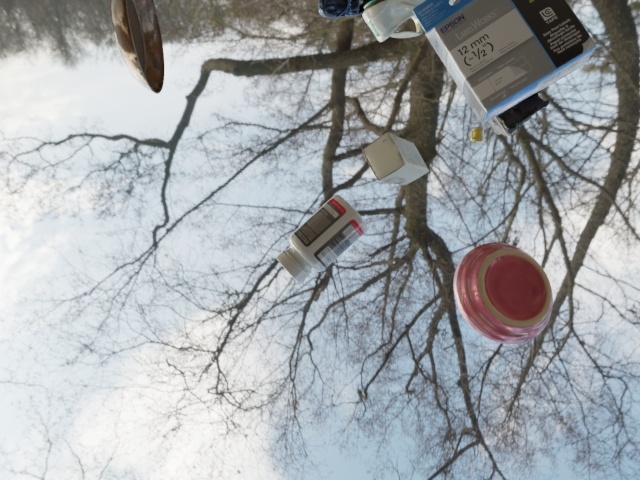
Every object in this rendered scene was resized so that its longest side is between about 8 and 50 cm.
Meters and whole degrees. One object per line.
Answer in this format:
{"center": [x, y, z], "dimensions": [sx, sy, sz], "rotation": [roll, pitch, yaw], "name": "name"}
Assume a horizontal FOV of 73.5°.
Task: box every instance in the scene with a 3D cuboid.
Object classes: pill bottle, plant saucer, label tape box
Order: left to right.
{"center": [-0.306, -0.349, 0.718], "dimensions": [0.036, 0.198, 0.198], "rotation": [-4, -135, -5], "name": "plant saucer"}
{"center": [0.000, 0.000, 1.543], "dimensions": [0.319, 0.176, 0.176], "rotation": [-42, -131, -1], "name": "pill bottle"}
{"center": [0.399, -0.487, 0.979], "dimensions": [0.249, 0.115, 0.347], "rotation": [-30, -96, 14], "name": "label tape box"}
{"center": [0.593, 0.156, 1.357], "dimensions": [0.333, 0.084, 0.331], "rotation": [3, -110, -9], "name": "plant saucer"}

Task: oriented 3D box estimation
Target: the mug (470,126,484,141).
{"center": [0.748, -0.505, 2.037], "dimensions": [0.062, 0.064, 0.078], "rotation": [8, -158, 17], "name": "mug"}

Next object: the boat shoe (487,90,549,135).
{"center": [0.653, -0.450, 1.456], "dimensions": [0.158, 0.127, 0.340], "rotation": [-36, -165, 19], "name": "boat shoe"}

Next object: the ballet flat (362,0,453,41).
{"center": [0.303, -0.703, 1.318], "dimensions": [0.401, 0.139, 0.139], "rotation": [-29, -133, -23], "name": "ballet flat"}

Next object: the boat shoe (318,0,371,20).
{"center": [0.111, -0.867, 1.548], "dimensions": [0.258, 0.108, 0.089], "rotation": [-30, -137, -26], "name": "boat shoe"}

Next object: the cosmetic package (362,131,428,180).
{"center": [0.308, -0.319, 1.726], "dimensions": [0.129, 0.296, 0.153], "rotation": [-31, -104, 28], "name": "cosmetic package"}
